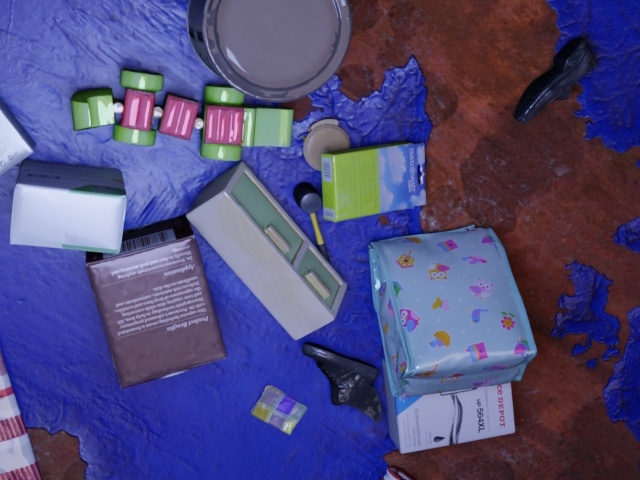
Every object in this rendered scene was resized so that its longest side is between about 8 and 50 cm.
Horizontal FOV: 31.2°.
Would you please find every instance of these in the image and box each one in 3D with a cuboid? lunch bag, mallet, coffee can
[{"bbox_3d":[0.202,0.103,1.847,0.223,0.160,0.262,-8,62,-8],"label":"lunch bag"},{"bbox_3d":[0.000,0.000,1.841,0.039,0.062,0.189,-19,105,-6],"label":"mallet"},{"bbox_3d":[-0.083,-0.312,1.646,0.202,0.275,0.201,-2,103,-11],"label":"coffee can"}]

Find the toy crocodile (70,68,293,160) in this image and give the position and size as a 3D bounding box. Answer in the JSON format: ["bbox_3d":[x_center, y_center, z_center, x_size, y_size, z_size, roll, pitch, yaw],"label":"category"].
[{"bbox_3d":[-0.207,-0.187,1.737,0.341,0.105,0.115,8,100,-13],"label":"toy crocodile"}]

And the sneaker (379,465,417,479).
[{"bbox_3d":[0.166,0.498,1.983,0.221,0.087,0.128,40,101,-4],"label":"sneaker"}]

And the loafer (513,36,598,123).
[{"bbox_3d":[0.387,-0.250,1.868,0.061,0.062,0.170,42,93,-21],"label":"loafer"}]

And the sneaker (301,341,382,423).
[{"bbox_3d":[0.034,0.236,1.904,0.170,0.051,0.089,22,92,-18],"label":"sneaker"}]

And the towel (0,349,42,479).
[{"bbox_3d":[-0.576,0.336,1.798,0.237,0.037,0.329,-16,100,-8],"label":"towel"}]

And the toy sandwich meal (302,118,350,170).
[{"bbox_3d":[0.007,-0.152,1.829,0.086,0.029,0.085,-4,107,-13],"label":"toy sandwich meal"}]

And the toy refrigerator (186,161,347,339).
[{"bbox_3d":[-0.077,0.016,1.792,0.094,0.102,0.269,-30,108,29],"label":"toy refrigerator"}]

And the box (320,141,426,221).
[{"bbox_3d":[0.086,-0.096,1.824,0.178,0.042,0.109,-11,106,-32],"label":"box"}]

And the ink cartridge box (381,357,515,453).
[{"bbox_3d":[0.216,0.261,1.929,0.203,0.086,0.148,-9,103,-9],"label":"ink cartridge box"}]

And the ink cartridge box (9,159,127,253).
[{"bbox_3d":[-0.368,-0.053,1.679,0.154,0.212,0.093,5,104,-13],"label":"ink cartridge box"}]

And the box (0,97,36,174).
[{"bbox_3d":[-0.492,-0.147,1.697,0.101,0.087,0.102,-36,107,-2],"label":"box"}]

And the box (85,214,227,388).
[{"bbox_3d":[-0.254,0.089,1.754,0.168,0.167,0.203,-15,105,-9],"label":"box"}]

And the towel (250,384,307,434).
[{"bbox_3d":[-0.070,0.283,1.915,0.083,0.009,0.060,33,93,-16],"label":"towel"}]
